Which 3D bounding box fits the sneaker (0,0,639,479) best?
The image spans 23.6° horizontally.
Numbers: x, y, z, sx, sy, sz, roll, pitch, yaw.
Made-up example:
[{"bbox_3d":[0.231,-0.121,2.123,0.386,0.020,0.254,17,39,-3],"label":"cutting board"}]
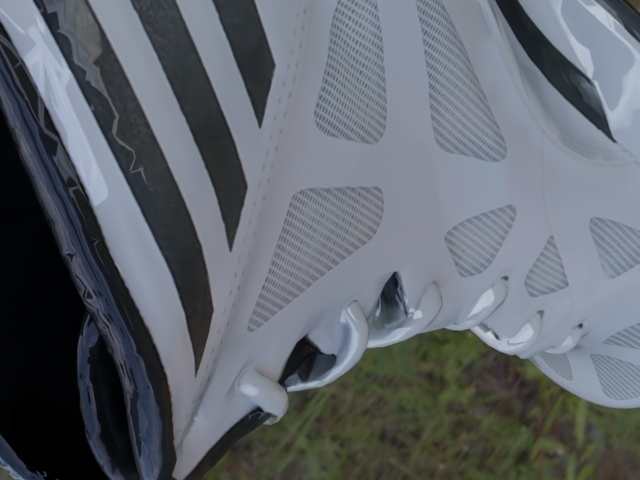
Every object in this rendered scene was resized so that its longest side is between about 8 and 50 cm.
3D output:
[{"bbox_3d":[-0.001,0.000,0.531,0.169,0.257,0.447,15,156,40],"label":"sneaker"}]
